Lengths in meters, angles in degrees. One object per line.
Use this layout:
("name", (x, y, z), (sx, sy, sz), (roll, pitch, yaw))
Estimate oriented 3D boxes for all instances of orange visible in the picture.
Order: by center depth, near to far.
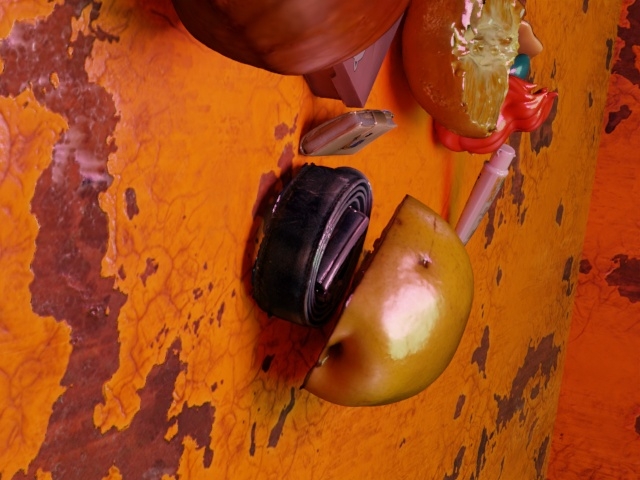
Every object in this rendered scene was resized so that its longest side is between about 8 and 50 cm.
("orange", (0.240, -0.348, 1.882), (0.262, 0.196, 0.334), (-44, 145, -72))

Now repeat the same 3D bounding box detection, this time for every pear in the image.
("pear", (0.128, 0.118, 1.695), (0.340, 0.191, 0.386), (-64, 178, 34))

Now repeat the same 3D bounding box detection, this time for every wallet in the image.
("wallet", (0.045, -0.166, 1.670), (0.039, 0.110, 0.155), (64, 25, 7))

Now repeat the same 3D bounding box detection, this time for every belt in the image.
("belt", (0.000, 0.000, 1.612), (0.206, 0.116, 0.267), (72, 39, -60))

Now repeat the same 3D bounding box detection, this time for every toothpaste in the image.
("toothpaste", (0.311, -0.055, 2.226), (0.058, 0.056, 0.314), (8, 123, -26))

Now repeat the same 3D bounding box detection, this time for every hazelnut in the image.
("hazelnut", (-0.015, -0.355, 1.203), (0.372, 0.372, 0.315), (-9, 73, -63))

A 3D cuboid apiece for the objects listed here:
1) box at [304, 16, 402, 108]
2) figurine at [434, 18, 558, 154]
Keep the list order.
("box", (0.033, -0.339, 1.580), (0.215, 0.086, 0.215), (-68, 153, -22))
("figurine", (0.343, -0.286, 2.112), (0.181, 0.208, 0.257), (127, -21, -69))
